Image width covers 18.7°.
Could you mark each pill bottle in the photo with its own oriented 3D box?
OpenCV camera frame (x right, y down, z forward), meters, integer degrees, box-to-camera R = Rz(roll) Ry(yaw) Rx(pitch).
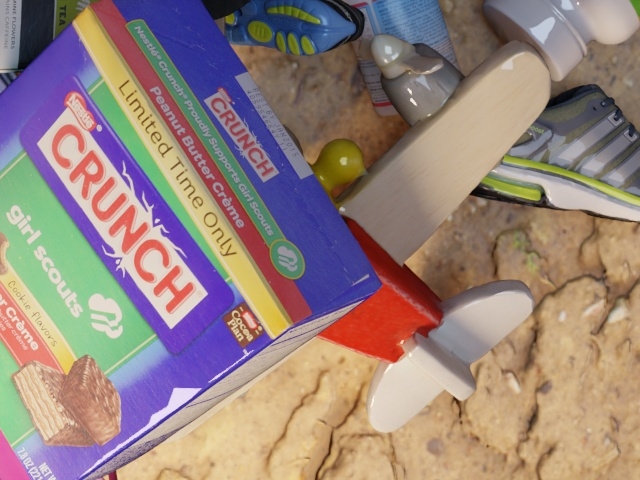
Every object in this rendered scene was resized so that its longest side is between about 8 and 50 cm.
[{"bbox_3d":[0.266,-0.265,1.760,0.245,0.136,0.136,-46,105,-4],"label":"pill bottle"},{"bbox_3d":[0.066,-0.199,1.748,0.087,0.087,0.160,-21,102,-10],"label":"pill bottle"}]

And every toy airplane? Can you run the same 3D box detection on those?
[{"bbox_3d":[0.000,0.000,1.697,0.386,0.272,0.384,-15,139,-20],"label":"toy airplane"}]

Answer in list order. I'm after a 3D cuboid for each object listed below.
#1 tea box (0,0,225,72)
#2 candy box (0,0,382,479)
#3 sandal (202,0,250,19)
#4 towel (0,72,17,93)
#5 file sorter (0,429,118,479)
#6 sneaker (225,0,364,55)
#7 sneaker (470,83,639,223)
[{"bbox_3d":[-0.248,-0.300,1.517,0.323,0.220,0.329,-7,102,-52],"label":"tea box"},{"bbox_3d":[-0.151,0.008,1.445,0.122,0.317,0.268,-24,80,-51],"label":"candy box"},{"bbox_3d":[0.006,-0.312,1.586,0.446,0.107,0.167,-38,123,-42],"label":"sandal"},{"bbox_3d":[-0.403,-0.053,1.682,0.336,0.040,0.243,-35,103,-6],"label":"towel"},{"bbox_3d":[-0.339,0.199,1.644,0.291,0.182,0.202,-34,104,-1],"label":"file sorter"},{"bbox_3d":[-0.036,-0.198,1.687,0.078,0.188,0.067,-8,112,-42],"label":"sneaker"},{"bbox_3d":[0.268,-0.081,1.805,0.300,0.111,0.121,9,92,-16],"label":"sneaker"}]
